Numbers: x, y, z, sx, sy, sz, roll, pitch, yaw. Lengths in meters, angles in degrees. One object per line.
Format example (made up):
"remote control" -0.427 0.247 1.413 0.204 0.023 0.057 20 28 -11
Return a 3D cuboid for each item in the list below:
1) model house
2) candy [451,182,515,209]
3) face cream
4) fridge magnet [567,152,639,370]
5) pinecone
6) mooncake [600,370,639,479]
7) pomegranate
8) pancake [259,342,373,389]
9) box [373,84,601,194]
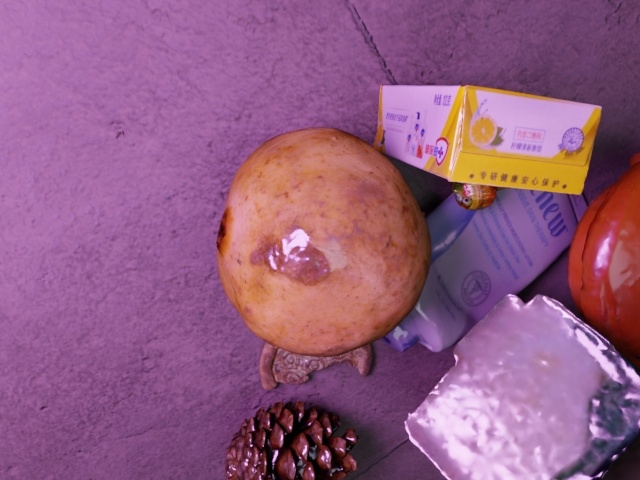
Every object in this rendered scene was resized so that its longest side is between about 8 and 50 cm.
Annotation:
"model house" 0.322 0.267 0.801 0.298 0.243 0.284 -46 152 1
"candy" 0.284 -0.080 0.731 0.201 0.060 0.060 -8 110 -17
"face cream" 0.252 0.016 0.798 0.420 0.137 0.234 -40 111 -10
"fridge magnet" 0.548 0.033 0.812 0.364 0.155 0.363 -5 102 -23
"pinecone" -0.044 0.354 0.802 0.205 0.179 0.184 11 129 -33
"mooncake" 0.568 0.406 0.881 0.188 0.351 0.351 19 104 -30
"pomegranate" 0.000 0.000 0.632 0.282 0.281 0.280 -4 109 -12
"pancake" -0.009 0.196 0.833 0.191 0.020 0.184 -38 113 2
"box" 0.184 -0.136 0.631 0.169 0.265 0.097 5 106 -12
